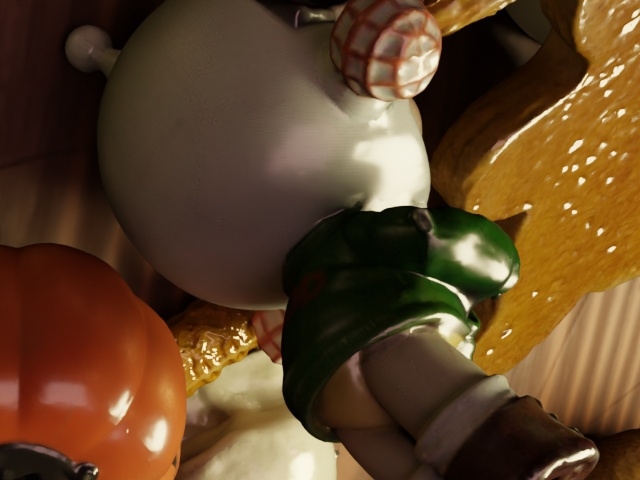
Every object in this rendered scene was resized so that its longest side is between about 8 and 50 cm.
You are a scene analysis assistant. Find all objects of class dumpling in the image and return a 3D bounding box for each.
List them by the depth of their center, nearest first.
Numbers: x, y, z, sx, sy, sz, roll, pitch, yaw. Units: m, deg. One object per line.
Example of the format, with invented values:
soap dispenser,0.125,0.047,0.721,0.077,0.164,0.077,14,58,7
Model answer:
dumpling,-0.062,0.163,0.916,0.150,0.092,0.176,5,109,-18

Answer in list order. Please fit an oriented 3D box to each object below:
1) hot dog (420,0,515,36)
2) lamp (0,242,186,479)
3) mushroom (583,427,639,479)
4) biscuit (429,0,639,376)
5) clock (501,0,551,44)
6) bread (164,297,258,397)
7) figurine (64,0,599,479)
hot dog,0.084,-0.217,0.825,0.099,0.160,0.226,18,102,-31
lamp,-0.165,0.088,0.782,0.188,0.164,0.187,-6,126,-8
mushroom,0.249,0.276,1.101,0.278,0.163,0.297,-25,118,-32
biscuit,0.175,-0.089,0.887,0.283,0.064,0.432,-31,149,-19
clock,0.212,-0.229,0.945,0.230,0.083,0.230,-10,111,-28
bread,-0.048,0.045,0.905,0.157,0.044,0.052,-35,127,-16
figurine,0.000,0.000,0.754,0.167,0.370,0.281,-19,148,-28
